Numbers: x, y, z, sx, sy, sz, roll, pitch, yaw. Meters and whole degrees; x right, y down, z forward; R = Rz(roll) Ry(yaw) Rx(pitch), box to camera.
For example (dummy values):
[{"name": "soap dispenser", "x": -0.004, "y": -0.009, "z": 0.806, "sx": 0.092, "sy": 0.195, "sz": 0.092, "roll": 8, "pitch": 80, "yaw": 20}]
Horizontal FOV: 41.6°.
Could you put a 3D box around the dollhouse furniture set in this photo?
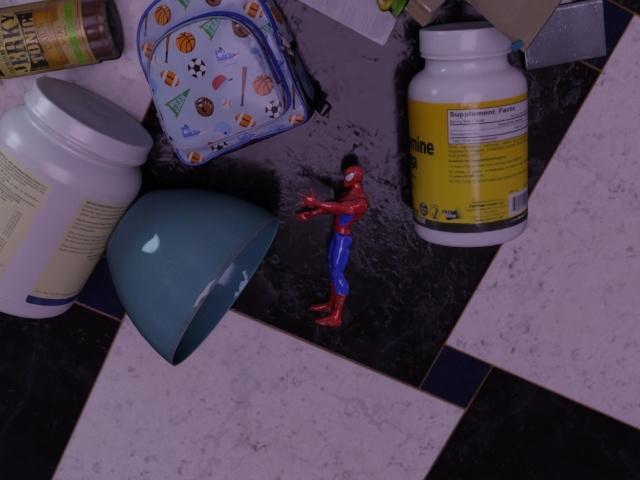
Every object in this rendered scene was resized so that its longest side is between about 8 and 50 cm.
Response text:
[{"name": "dollhouse furniture set", "x": 0.263, "y": -0.403, "z": 1.170, "sx": 0.198, "sy": 0.286, "sz": 0.303, "roll": -39, "pitch": 78, "yaw": -26}]

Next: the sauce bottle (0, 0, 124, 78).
[{"name": "sauce bottle", "x": -0.486, "y": -0.305, "z": 1.311, "sx": 0.344, "sy": 0.111, "sz": 0.111, "roll": -11, "pitch": 109, "yaw": 2}]

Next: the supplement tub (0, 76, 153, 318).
[{"name": "supplement tub", "x": -0.429, "y": -0.067, "z": 1.326, "sx": 0.235, "sy": 0.235, "sz": 0.325, "roll": 31, "pitch": 105, "yaw": -12}]

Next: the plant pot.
[{"name": "plant pot", "x": -0.228, "y": 0.028, "z": 1.362, "sx": 0.195, "sy": 0.290, "sz": 0.290, "roll": 34, "pitch": 105, "yaw": 5}]

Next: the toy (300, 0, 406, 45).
[{"name": "toy", "x": 0.025, "y": -0.421, "z": 1.319, "sx": 0.237, "sy": 0.056, "sz": 0.137, "roll": 25, "pitch": 98, "yaw": -16}]

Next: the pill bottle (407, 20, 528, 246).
[{"name": "pill bottle", "x": 0.234, "y": -0.172, "z": 1.342, "sx": 0.188, "sy": 0.188, "sz": 0.334, "roll": -5, "pitch": 108, "yaw": -1}]

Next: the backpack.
[{"name": "backpack", "x": -0.157, "y": -0.269, "z": 1.295, "sx": 0.276, "sy": 0.213, "sz": 0.263, "roll": -20, "pitch": 98, "yaw": 7}]

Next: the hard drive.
[{"name": "hard drive", "x": 0.395, "y": -0.338, "z": 1.379, "sx": 0.135, "sy": 0.022, "sz": 0.094, "roll": -10, "pitch": 109, "yaw": 1}]

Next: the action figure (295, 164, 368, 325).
[{"name": "action figure", "x": 0.000, "y": 0.000, "z": 1.440, "sx": 0.139, "sy": 0.091, "sz": 0.280, "roll": 10, "pitch": 108, "yaw": -15}]
